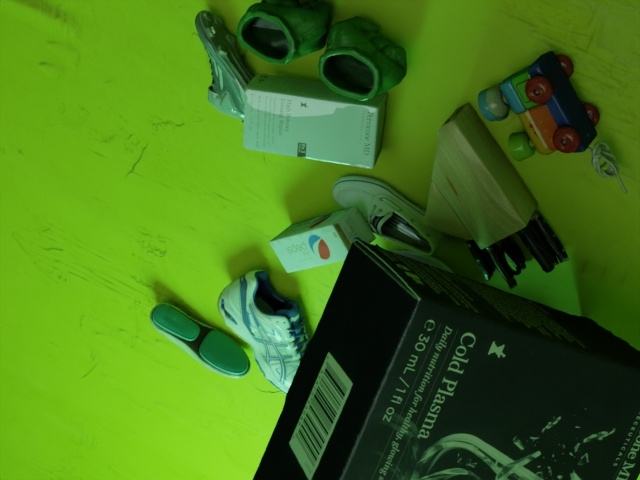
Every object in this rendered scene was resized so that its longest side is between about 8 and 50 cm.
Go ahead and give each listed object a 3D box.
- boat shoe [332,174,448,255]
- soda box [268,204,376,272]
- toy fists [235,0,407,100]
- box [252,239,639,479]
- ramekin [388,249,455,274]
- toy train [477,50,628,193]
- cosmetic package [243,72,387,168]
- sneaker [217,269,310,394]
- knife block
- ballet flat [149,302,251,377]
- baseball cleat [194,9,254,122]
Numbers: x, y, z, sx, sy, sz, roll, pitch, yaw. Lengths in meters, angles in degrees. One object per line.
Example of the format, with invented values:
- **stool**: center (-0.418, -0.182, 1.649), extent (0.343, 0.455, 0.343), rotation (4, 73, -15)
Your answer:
- **boat shoe**: center (0.116, -0.046, 1.697), extent (0.226, 0.076, 0.083), rotation (23, 125, 15)
- **soda box**: center (0.000, 0.000, 1.746), extent (0.216, 0.069, 0.074), rotation (-15, 110, 55)
- **toy fists**: center (0.008, -0.321, 1.555), extent (0.279, 0.142, 0.096), rotation (25, 119, 13)
- **box**: center (0.207, 0.316, 1.506), extent (0.471, 0.297, 0.480), rotation (18, 101, -22)
- **ramekin**: center (0.142, 0.121, 1.707), extent (0.207, 0.207, 0.109), rotation (13, 132, 21)
- **toy train**: center (0.356, -0.156, 1.498), extent (0.143, 0.105, 0.248), rotation (-19, 107, 45)
- **cosmetic package**: center (-0.010, -0.204, 1.639), extent (0.231, 0.085, 0.117), rotation (9, 120, 11)
- **sneaker**: center (-0.075, 0.190, 1.913), extent (0.296, 0.112, 0.131), rotation (47, 128, -5)
- **knife block**: center (0.302, -0.063, 1.583), extent (0.242, 0.088, 0.276), rotation (17, 124, 18)
- **ballet flat**: center (-0.256, 0.219, 2.055), extent (0.248, 0.086, 0.086), rotation (35, 128, 7)
- **baseball cleat**: center (-0.179, -0.300, 1.707), extent (0.109, 0.072, 0.206), rotation (-24, 104, 35)
